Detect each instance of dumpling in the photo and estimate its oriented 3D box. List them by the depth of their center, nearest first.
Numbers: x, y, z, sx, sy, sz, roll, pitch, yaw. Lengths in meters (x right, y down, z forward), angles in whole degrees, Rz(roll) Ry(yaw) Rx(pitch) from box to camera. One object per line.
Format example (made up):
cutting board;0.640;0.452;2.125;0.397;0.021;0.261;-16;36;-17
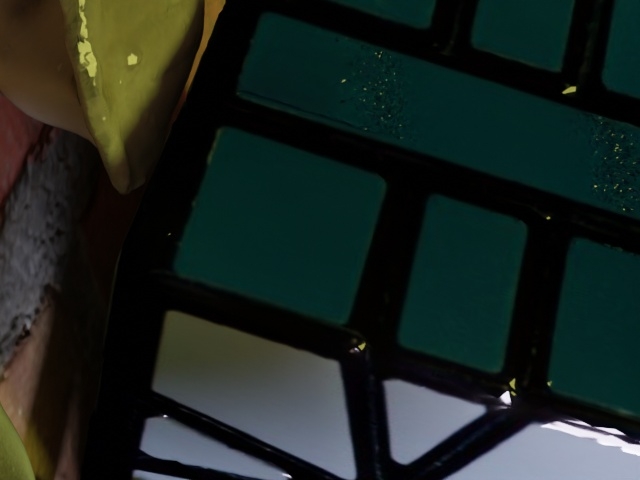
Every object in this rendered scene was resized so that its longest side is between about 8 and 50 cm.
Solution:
dumpling;-0.108;-0.121;0.732;0.150;0.092;0.176;62;43;-71

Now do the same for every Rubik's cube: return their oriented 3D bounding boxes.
Rubik's cube;0.050;0.017;0.859;0.293;0.288;0.283;107;-2;-55

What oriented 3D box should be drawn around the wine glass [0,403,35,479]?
wine glass;-0.160;0.118;0.638;0.103;0.103;0.222;-64;154;-49
